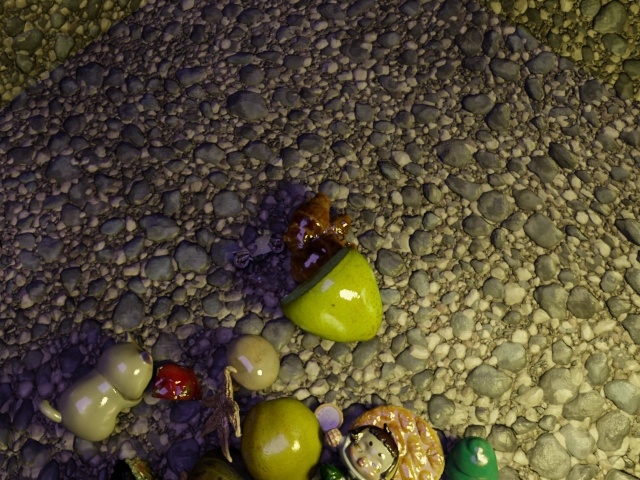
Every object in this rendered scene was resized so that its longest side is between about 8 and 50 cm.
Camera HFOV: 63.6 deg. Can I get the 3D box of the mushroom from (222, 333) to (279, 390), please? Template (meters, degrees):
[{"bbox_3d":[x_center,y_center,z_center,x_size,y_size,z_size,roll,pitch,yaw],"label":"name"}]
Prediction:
[{"bbox_3d":[-0.240,0.441,1.809,0.207,0.209,0.206,9,29,-5],"label":"mushroom"}]

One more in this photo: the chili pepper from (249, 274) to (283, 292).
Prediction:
[{"bbox_3d":[-0.202,0.163,1.975,0.153,0.041,0.050,13,49,26],"label":"chili pepper"}]

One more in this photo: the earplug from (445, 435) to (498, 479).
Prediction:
[{"bbox_3d":[0.513,0.755,1.628,0.164,0.280,0.257,-24,31,-26],"label":"earplug"}]

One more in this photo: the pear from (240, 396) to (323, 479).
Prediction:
[{"bbox_3d":[-0.125,0.645,1.657,0.295,0.294,0.294,-1,69,3],"label":"pear"}]

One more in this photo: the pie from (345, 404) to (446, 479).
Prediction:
[{"bbox_3d":[0.235,0.709,1.706,0.340,0.083,0.339,-2,68,4],"label":"pie"}]

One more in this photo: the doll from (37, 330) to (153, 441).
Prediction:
[{"bbox_3d":[-0.742,0.520,1.788,0.370,0.226,0.215,-40,40,-21],"label":"doll"}]

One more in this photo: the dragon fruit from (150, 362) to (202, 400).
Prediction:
[{"bbox_3d":[-0.497,0.505,1.821,0.161,0.127,0.120,9,79,6],"label":"dragon fruit"}]

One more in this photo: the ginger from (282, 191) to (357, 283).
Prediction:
[{"bbox_3d":[-0.005,-0.010,1.968,0.275,0.152,0.357,-12,70,-1],"label":"ginger"}]

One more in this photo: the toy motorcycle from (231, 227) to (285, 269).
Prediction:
[{"bbox_3d":[-0.248,0.026,2.012,0.216,0.080,0.122,-24,69,0],"label":"toy motorcycle"}]

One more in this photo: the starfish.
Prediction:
[{"bbox_3d":[-0.329,0.581,1.716,0.060,0.302,0.299,12,61,-33],"label":"starfish"}]

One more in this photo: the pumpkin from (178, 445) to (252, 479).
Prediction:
[{"bbox_3d":[-0.373,0.809,1.639,0.242,0.232,0.324,19,68,14],"label":"pumpkin"}]

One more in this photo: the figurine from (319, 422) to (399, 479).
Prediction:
[{"bbox_3d":[0.099,0.708,1.571,0.370,0.167,0.281,-38,69,-20],"label":"figurine"}]

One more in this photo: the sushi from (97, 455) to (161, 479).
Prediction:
[{"bbox_3d":[-0.621,0.837,1.653,0.219,0.225,0.238,-40,38,-2],"label":"sushi"}]

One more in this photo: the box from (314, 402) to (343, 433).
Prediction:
[{"bbox_3d":[0.027,0.617,1.783,0.106,0.037,0.105,-1,69,3],"label":"box"}]

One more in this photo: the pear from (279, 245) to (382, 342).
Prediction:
[{"bbox_3d":[0.077,0.231,1.803,0.342,0.238,0.318,-41,102,-6],"label":"pear"}]
